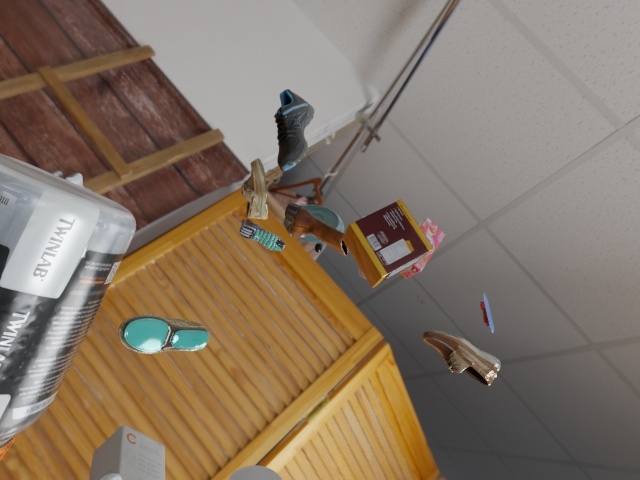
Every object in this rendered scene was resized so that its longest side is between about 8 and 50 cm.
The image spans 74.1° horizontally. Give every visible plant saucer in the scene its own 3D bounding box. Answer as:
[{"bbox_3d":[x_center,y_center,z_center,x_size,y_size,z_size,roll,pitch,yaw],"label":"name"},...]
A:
[{"bbox_3d":[-0.030,-0.100,2.203,0.318,0.318,0.043,36,-45,30],"label":"plant saucer"}]

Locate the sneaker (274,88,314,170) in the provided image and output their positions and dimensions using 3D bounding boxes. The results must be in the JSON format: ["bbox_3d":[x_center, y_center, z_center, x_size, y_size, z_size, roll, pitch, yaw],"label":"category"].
[{"bbox_3d":[-0.121,-0.400,1.538,0.125,0.340,0.140,-21,-42,35],"label":"sneaker"}]

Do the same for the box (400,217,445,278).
[{"bbox_3d":[0.437,0.034,1.928,0.123,0.257,0.128,43,-31,-3],"label":"box"}]

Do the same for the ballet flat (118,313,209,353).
[{"bbox_3d":[-0.302,0.174,0.798,0.067,0.073,0.206,16,-11,33],"label":"ballet flat"}]

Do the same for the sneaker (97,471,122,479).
[{"bbox_3d":[-0.531,0.686,1.018,0.092,0.228,0.087,2,-32,21],"label":"sneaker"}]

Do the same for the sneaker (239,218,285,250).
[{"bbox_3d":[-0.259,-0.033,1.938,0.224,0.098,0.083,28,-61,-22],"label":"sneaker"}]

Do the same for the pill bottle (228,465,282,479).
[{"bbox_3d":[-0.217,0.900,1.285,0.204,0.204,0.360,18,-77,48],"label":"pill bottle"}]

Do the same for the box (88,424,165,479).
[{"bbox_3d":[-0.711,0.900,1.562,0.215,0.168,0.345,47,0,-29],"label":"box"}]

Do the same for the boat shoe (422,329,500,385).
[{"bbox_3d":[0.545,0.457,1.657,0.325,0.116,0.123,27,-25,4],"label":"boat shoe"}]

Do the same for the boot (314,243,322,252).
[{"bbox_3d":[0.000,0.000,2.473,0.045,0.121,0.099,19,-25,4],"label":"boot"}]

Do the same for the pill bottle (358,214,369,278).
[{"bbox_3d":[0.259,0.033,1.988,0.160,0.160,0.282,21,-68,46],"label":"pill bottle"}]

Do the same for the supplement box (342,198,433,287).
[{"bbox_3d":[0.207,0.009,1.330,0.191,0.194,0.129,60,-17,15],"label":"supplement box"}]

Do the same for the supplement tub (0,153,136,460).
[{"bbox_3d":[-0.383,0.080,0.497,0.207,0.337,0.207,24,-3,1],"label":"supplement tub"}]

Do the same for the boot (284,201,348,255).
[{"bbox_3d":[0.000,-0.026,1.740,0.281,0.096,0.264,30,-25,17],"label":"boot"}]

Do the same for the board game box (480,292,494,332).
[{"bbox_3d":[0.703,0.311,1.811,0.033,0.133,0.168,-16,-106,26],"label":"board game box"}]

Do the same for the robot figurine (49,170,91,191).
[{"bbox_3d":[-1.019,-0.095,1.695,0.199,0.300,0.353,-112,-150,-69],"label":"robot figurine"}]

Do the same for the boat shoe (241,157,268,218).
[{"bbox_3d":[-0.290,-0.210,1.850,0.341,0.110,0.121,94,-12,-50],"label":"boat shoe"}]
